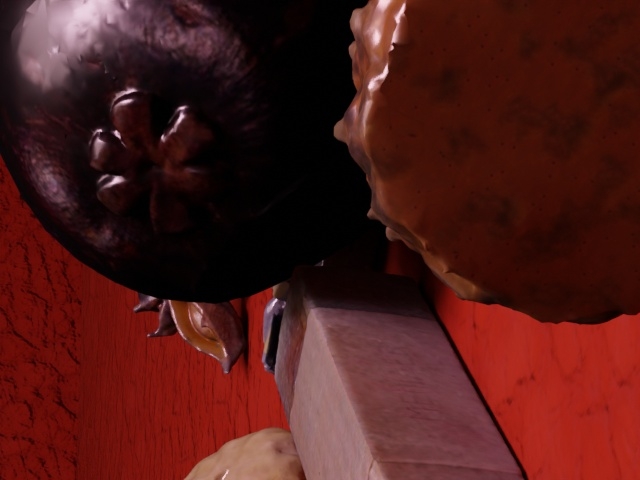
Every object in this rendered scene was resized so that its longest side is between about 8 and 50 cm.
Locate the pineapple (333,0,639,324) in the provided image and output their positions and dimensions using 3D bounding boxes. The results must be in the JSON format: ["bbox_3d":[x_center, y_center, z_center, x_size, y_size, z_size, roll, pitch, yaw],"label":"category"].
[{"bbox_3d":[0.083,-0.065,0.722,0.279,0.157,0.158,-78,-4,-78],"label":"pineapple"}]

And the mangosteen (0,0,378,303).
[{"bbox_3d":[-0.046,-0.099,1.128,0.233,0.287,0.287,51,151,17],"label":"mangosteen"}]

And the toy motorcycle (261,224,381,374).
[{"bbox_3d":[0.000,0.000,1.268,0.124,0.061,0.193,-136,58,-68],"label":"toy motorcycle"}]

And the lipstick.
[{"bbox_3d":[0.042,0.116,0.973,0.371,0.076,0.080,-113,32,-67],"label":"lipstick"}]

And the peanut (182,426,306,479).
[{"bbox_3d":[-0.057,0.226,1.295,0.123,0.123,0.257,-97,19,-46],"label":"peanut"}]

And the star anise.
[{"bbox_3d":[-0.086,0.056,1.777,0.227,0.218,0.148,-7,-111,-62],"label":"star anise"}]
